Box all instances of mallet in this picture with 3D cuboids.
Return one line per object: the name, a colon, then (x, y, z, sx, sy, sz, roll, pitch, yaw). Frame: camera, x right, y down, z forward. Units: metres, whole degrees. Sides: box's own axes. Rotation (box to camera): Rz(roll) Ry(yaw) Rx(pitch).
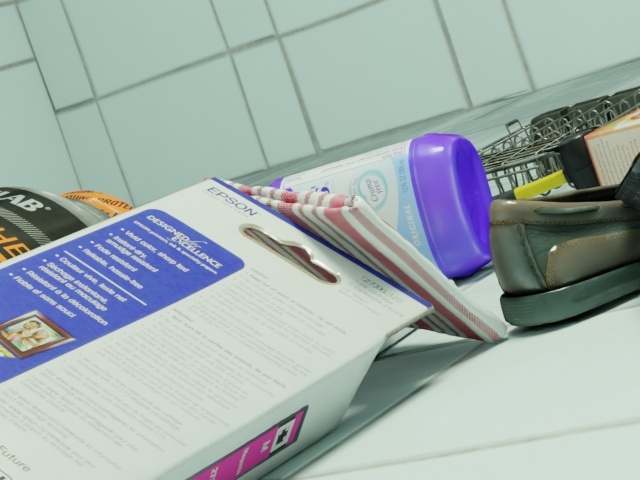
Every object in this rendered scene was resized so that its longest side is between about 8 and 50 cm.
mallet: (0.183, -0.052, 1.670, 0.190, 0.062, 0.039, -14, 9, 40)

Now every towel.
towel: (0.018, 0.007, 1.185, 0.197, 0.144, 0.029, 9, 64, 57)

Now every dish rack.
dish rack: (0.239, -0.088, 1.810, 0.208, 0.074, 0.271, -15, 8, 41)

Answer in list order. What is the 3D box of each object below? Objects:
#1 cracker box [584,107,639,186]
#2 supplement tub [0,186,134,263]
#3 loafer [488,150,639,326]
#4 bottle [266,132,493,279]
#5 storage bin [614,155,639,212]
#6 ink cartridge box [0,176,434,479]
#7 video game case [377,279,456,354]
cracker box: (0.363, -0.103, 1.554, 0.232, 0.067, 0.156, -14, 8, 46)
supplement tub: (-0.232, 0.080, 1.120, 0.194, 0.193, 0.316, -15, 7, 36)
loafer: (0.218, -0.025, 1.194, 0.267, 0.084, 0.096, -23, 7, -34)
bottle: (0.000, 0.000, 1.486, 0.283, 0.118, 0.092, -15, -1, 24)
storage bin: (0.241, -0.060, 1.057, 0.122, 0.084, 0.180, -55, -8, -1)
ink cartridge box: (-0.107, 0.070, 0.986, 0.176, 0.069, 0.371, 31, 33, 23)
video game case: (0.007, 0.070, 1.319, 0.143, 0.019, 0.157, -15, 6, 29)
